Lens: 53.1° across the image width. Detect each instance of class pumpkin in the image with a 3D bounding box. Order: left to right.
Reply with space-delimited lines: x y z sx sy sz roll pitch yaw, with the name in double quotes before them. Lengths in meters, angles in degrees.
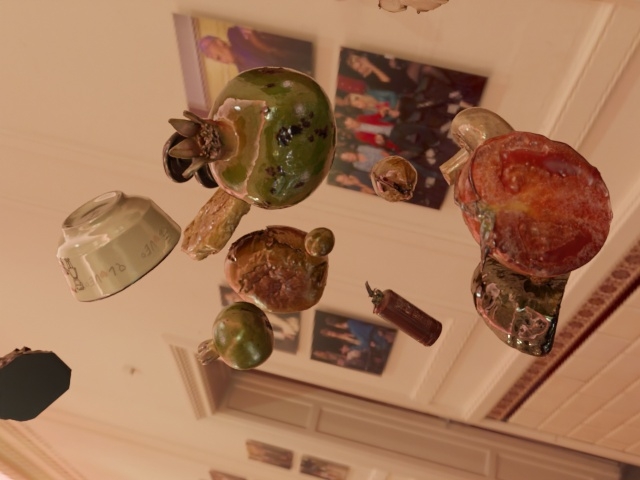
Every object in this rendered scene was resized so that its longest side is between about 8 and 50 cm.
"pumpkin" 0.492 0.110 1.583 0.242 0.232 0.325 88 -159 -49

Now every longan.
"longan" 0.000 0.000 1.459 0.083 0.075 0.075 -66 -11 -52

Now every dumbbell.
"dumbbell" -0.426 -0.281 2.216 0.192 0.289 0.192 -33 -50 -52

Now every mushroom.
"mushroom" 0.243 -0.661 1.572 0.285 0.156 0.151 14 91 65
"mushroom" 0.404 -0.231 1.666 0.215 0.207 0.207 -43 2 12

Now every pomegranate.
"pomegranate" -0.218 0.267 1.675 0.210 0.179 0.179 -49 -9 -7
"pomegranate" -0.112 -0.202 1.251 0.323 0.290 0.291 -10 -66 -66

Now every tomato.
"tomato" 0.403 -0.066 1.279 0.170 0.308 0.309 148 138 -73

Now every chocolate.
"chocolate" -0.876 0.382 1.855 0.224 0.177 0.206 -43 -49 -19

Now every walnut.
"walnut" 0.214 -0.181 1.878 0.245 0.137 0.137 -116 38 -81

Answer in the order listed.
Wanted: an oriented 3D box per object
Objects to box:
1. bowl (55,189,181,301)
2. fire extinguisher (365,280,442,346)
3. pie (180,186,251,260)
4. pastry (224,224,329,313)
"bowl" -0.391 -0.009 1.195 0.126 0.237 0.238 63 -155 -26
"fire extinguisher" 0.248 0.224 1.998 0.105 0.269 0.105 -53 13 18
"pie" -0.293 -0.079 1.878 0.339 0.083 0.339 -43 22 22
"pastry" -0.130 0.096 1.998 0.356 0.355 0.164 98 170 -47
